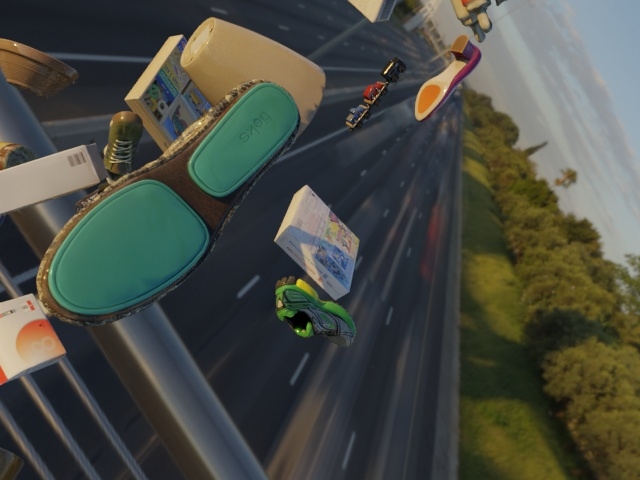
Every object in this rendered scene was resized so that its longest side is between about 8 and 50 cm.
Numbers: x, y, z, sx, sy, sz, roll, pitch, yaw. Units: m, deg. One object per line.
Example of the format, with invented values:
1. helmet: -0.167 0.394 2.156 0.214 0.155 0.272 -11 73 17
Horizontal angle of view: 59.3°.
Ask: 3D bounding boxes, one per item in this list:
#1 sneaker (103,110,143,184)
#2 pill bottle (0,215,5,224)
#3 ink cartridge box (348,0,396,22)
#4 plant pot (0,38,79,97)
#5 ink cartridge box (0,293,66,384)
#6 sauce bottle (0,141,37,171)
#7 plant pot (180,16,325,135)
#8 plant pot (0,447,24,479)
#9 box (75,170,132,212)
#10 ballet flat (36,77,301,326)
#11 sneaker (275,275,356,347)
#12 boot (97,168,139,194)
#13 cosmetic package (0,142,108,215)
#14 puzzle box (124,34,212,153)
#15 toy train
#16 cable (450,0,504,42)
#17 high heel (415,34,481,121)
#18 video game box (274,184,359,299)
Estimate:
1. sneaker: -0.398 -0.175 1.131 0.064 0.192 0.086 4 69 -29
2. pill bottle: -0.807 -0.053 1.358 0.067 0.067 0.120 47 15 -31
3. ink cartridge box: 0.118 -0.709 1.345 0.060 0.275 0.239 -23 63 -34
4. plant pot: -0.875 -0.508 1.711 0.237 0.238 0.109 23 84 -59
5. ink cartridge box: -0.593 0.189 1.045 0.145 0.045 0.179 54 35 12
6. sauce bottle: -0.960 -0.233 1.597 0.111 0.345 0.111 -31 125 -58
7. plant pot: -0.174 -0.379 1.304 0.274 0.256 0.256 31 34 -36
8. plant pot: -0.692 0.478 0.965 0.237 0.237 0.254 45 43 -36
9. box: -0.694 -0.114 1.950 0.183 0.056 0.231 46 56 -1
10. ballet flat: -0.210 -0.058 0.835 0.164 0.182 0.482 47 60 -16
11. sneaker: -0.021 0.258 1.756 0.344 0.134 0.146 36 43 -32
12. boot: -0.496 -0.069 1.494 0.094 0.247 0.207 30 50 -61
13. cosmetic package: -0.435 -0.074 0.804 0.099 0.239 0.060 -135 -154 -71
14. puzzle box: -0.366 -0.338 1.621 0.408 0.052 0.272 60 39 -46
15. toy train: 0.098 -0.268 1.030 0.036 0.158 0.027 33 7 -36
16. cable: 0.136 -0.369 0.645 0.287 0.072 0.139 57 21 -6
17. high heel: 0.336 -0.402 1.461 0.082 0.244 0.117 28 2 40
18. video game box: 0.000 0.000 1.210 0.187 0.048 0.205 44 30 -16
